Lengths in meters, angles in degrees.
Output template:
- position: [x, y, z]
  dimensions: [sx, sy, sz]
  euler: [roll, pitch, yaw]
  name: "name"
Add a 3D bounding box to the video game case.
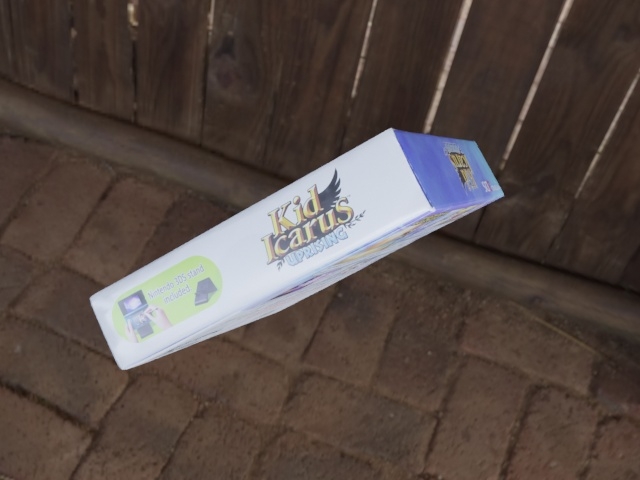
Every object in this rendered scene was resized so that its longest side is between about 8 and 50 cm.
- position: [0.000, 0.000, 0.677]
  dimensions: [0.061, 0.244, 0.269]
  euler: [65, 20, 5]
  name: "video game case"
